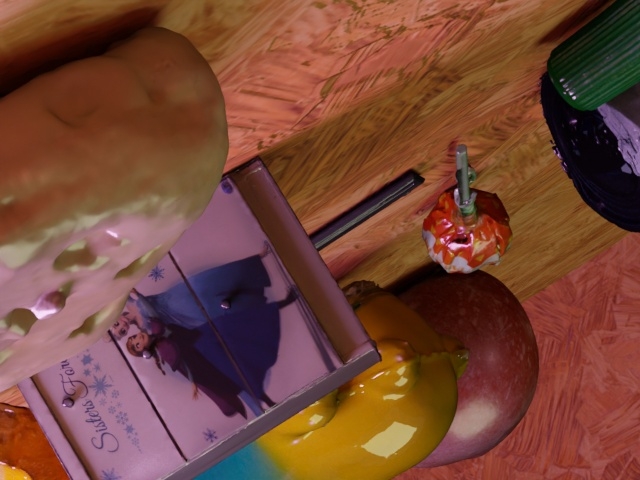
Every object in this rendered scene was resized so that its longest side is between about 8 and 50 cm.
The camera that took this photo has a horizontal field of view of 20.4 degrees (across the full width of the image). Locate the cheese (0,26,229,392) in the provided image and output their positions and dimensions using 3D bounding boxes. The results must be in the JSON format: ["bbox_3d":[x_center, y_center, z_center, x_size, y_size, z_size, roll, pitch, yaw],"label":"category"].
[{"bbox_3d":[-0.145,0.008,0.827,0.159,0.093,0.263,-24,169,-33],"label":"cheese"}]

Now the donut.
[{"bbox_3d":[-0.217,0.186,1.279,0.146,0.181,0.078,-40,142,-45],"label":"donut"}]

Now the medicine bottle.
[{"bbox_3d":[0.288,-0.190,1.234,0.309,0.076,0.111,-37,174,30],"label":"medicine bottle"}]

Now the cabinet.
[{"bbox_3d":[-0.084,0.068,1.175,0.206,0.145,0.150,-32,171,0],"label":"cabinet"}]

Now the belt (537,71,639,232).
[{"bbox_3d":[0.244,-0.087,1.398,0.078,0.151,0.198,-29,-167,-8],"label":"belt"}]

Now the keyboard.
[{"bbox_3d":[0.000,0.000,1.515,0.202,0.011,0.067,-33,173,9],"label":"keyboard"}]

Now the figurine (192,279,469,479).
[{"bbox_3d":[-0.015,0.184,1.776,0.340,0.231,0.323,-30,167,24],"label":"figurine"}]

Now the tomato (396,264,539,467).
[{"bbox_3d":[0.146,0.164,2.195,0.270,0.227,0.270,-34,172,-5],"label":"tomato"}]

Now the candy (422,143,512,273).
[{"bbox_3d":[0.127,-0.036,1.600,0.084,0.078,0.288,-20,163,2],"label":"candy"}]
